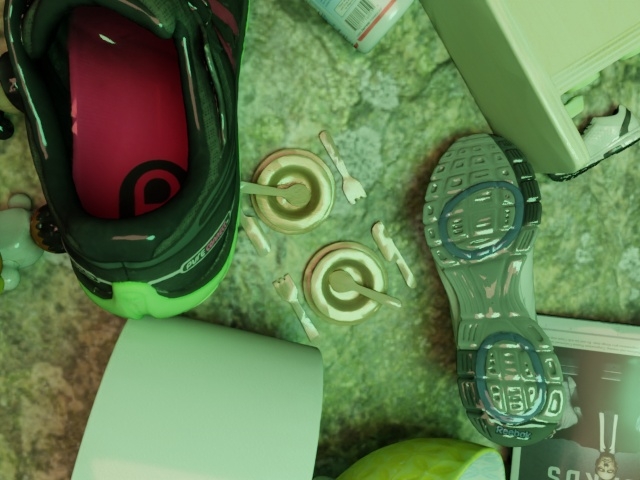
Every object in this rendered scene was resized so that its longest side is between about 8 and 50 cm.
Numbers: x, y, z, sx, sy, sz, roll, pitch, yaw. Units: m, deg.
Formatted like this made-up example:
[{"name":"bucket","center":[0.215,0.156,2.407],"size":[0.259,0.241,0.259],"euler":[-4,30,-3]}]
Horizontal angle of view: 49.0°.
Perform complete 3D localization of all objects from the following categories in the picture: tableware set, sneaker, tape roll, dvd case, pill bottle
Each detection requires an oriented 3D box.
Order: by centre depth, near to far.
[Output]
[{"name":"sneaker","center":[-0.139,-0.185,0.553],"size":[0.185,0.202,0.483],"euler":[-8,79,-7]},{"name":"tape roll","center":[-0.108,0.193,0.607],"size":[0.169,0.246,0.246],"euler":[14,95,-6]},{"name":"pill bottle","center":[0.012,-0.256,0.643],"size":[0.160,0.087,0.087],"euler":[42,92,-8]},{"name":"sneaker","center":[0.159,0.043,0.681],"size":[0.110,0.129,0.297],"euler":[-4,77,9]},{"name":"tableware set","center":[0.000,0.000,0.695],"size":[0.128,0.039,0.194],"euler":[-31,98,0]},{"name":"dvd case","center":[0.284,0.200,0.702],"size":[0.179,0.029,0.239],"euler":[5,88,17]},{"name":"sneaker","center":[0.273,-0.097,0.711],"size":[0.109,0.040,0.044],"euler":[-30,82,-4]}]

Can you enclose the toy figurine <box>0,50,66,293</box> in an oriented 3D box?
[{"name":"toy figurine","center":[-0.301,-0.051,0.579],"size":[0.148,0.213,0.210],"euler":[-15,97,11]}]

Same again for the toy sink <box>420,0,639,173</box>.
[{"name":"toy sink","center":[0.202,-0.194,0.633],"size":[0.131,0.153,0.234],"euler":[-31,97,-1]}]

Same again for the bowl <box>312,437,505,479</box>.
[{"name":"bowl","center":[0.046,0.305,0.656],"size":[0.156,0.289,0.290],"euler":[15,97,32]}]
